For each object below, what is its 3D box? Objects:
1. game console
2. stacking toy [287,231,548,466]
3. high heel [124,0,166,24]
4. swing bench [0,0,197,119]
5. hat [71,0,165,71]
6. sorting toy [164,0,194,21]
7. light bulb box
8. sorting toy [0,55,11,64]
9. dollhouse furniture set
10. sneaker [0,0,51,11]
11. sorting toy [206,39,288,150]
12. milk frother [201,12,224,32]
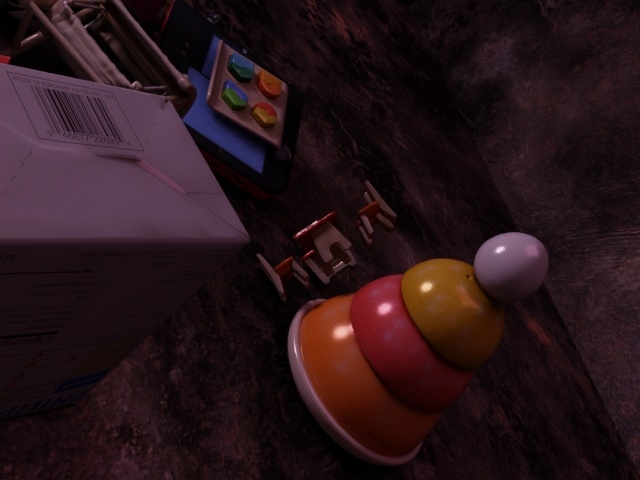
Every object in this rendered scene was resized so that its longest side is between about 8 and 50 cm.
[{"bbox_3d":[-0.200,-0.300,1.687,0.386,0.060,0.342,34,52,-31],"label":"game console"},{"bbox_3d":[0.209,0.152,1.391,0.350,0.480,0.351,37,30,-26],"label":"stacking toy"},{"bbox_3d":[-0.452,-0.568,1.473,0.377,0.181,0.127,22,5,-21],"label":"high heel"},{"bbox_3d":[-0.373,-0.308,1.370,0.253,0.165,0.254,49,42,1],"label":"swing bench"},{"bbox_3d":[-0.426,-0.512,1.644,0.331,0.134,0.331,36,31,-26],"label":"hat"},{"bbox_3d":[-0.399,-0.621,1.933,0.229,0.041,0.307,27,35,-46],"label":"sorting toy"},{"bbox_3d":[-0.342,0.021,0.842,0.358,0.361,0.225,1,53,-57],"label":"light bulb box"},{"bbox_3d":[-0.488,-0.161,1.096,0.257,0.089,0.255,48,38,-4],"label":"sorting toy"},{"bbox_3d":[0.000,0.000,1.551,0.135,0.262,0.259,55,-7,12],"label":"dollhouse furniture set"},{"bbox_3d":[-0.539,-0.481,1.440,0.152,0.094,0.235,-3,37,-12],"label":"sneaker"},{"bbox_3d":[-0.149,-0.318,1.689,0.208,0.038,0.193,32,47,-32],"label":"sorting toy"},{"bbox_3d":[-0.287,-0.450,1.830,0.143,0.129,0.135,33,-32,46],"label":"milk frother"}]
